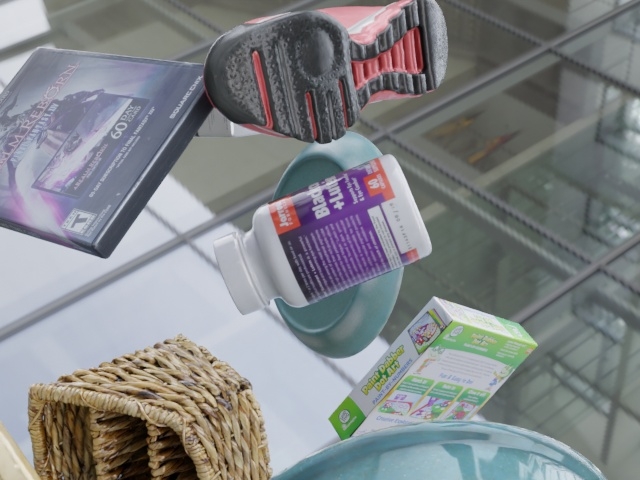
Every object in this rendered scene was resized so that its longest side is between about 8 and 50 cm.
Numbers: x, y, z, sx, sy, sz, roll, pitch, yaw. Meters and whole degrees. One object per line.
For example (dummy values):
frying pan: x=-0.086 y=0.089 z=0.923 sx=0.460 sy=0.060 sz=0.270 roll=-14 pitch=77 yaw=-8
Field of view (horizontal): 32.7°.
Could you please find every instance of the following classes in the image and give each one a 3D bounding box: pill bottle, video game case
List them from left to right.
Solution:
video game case: x=-0.230 y=-0.091 z=0.995 sx=0.274 sy=0.196 sz=0.026 roll=14 pitch=-27 yaw=39
pill bottle: x=0.000 y=0.000 z=1.051 sx=0.108 sy=0.193 sz=0.108 roll=-23 pitch=90 yaw=-88

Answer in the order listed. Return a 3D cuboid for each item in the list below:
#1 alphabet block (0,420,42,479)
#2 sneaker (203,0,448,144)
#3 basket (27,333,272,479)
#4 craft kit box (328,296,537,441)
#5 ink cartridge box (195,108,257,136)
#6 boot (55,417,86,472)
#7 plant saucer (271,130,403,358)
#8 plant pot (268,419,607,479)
alphabet block: x=-0.375 y=0.335 z=1.157 sx=0.197 sy=0.193 sz=0.192 roll=40 pitch=-34 yaw=39
sneaker: x=-0.012 y=-0.158 z=1.020 sx=0.136 sy=0.314 sz=0.116 roll=4 pitch=-74 yaw=40
basket: x=-0.200 y=0.302 z=1.315 sx=0.213 sy=0.223 sz=0.299 roll=29 pitch=-54 yaw=43
craft kit box: x=0.171 y=0.208 z=1.612 sx=0.246 sy=0.250 sz=0.061 roll=-49 pitch=-127 yaw=18
ink cartridge box: x=-0.150 y=-0.212 z=1.741 sx=0.203 sy=0.148 sz=0.086 roll=5 pitch=-76 yaw=48
boot: x=-0.266 y=0.346 z=1.653 sx=0.229 sy=0.091 sz=0.263 roll=-10 pitch=-56 yaw=15
plant saucer: x=0.004 y=0.006 z=1.508 sx=0.317 sy=0.044 sz=0.317 roll=-3 pitch=-93 yaw=56
plant pot: x=0.096 y=0.354 z=0.713 sx=0.334 sy=0.341 sz=0.341 roll=-104 pitch=-177 yaw=-58
